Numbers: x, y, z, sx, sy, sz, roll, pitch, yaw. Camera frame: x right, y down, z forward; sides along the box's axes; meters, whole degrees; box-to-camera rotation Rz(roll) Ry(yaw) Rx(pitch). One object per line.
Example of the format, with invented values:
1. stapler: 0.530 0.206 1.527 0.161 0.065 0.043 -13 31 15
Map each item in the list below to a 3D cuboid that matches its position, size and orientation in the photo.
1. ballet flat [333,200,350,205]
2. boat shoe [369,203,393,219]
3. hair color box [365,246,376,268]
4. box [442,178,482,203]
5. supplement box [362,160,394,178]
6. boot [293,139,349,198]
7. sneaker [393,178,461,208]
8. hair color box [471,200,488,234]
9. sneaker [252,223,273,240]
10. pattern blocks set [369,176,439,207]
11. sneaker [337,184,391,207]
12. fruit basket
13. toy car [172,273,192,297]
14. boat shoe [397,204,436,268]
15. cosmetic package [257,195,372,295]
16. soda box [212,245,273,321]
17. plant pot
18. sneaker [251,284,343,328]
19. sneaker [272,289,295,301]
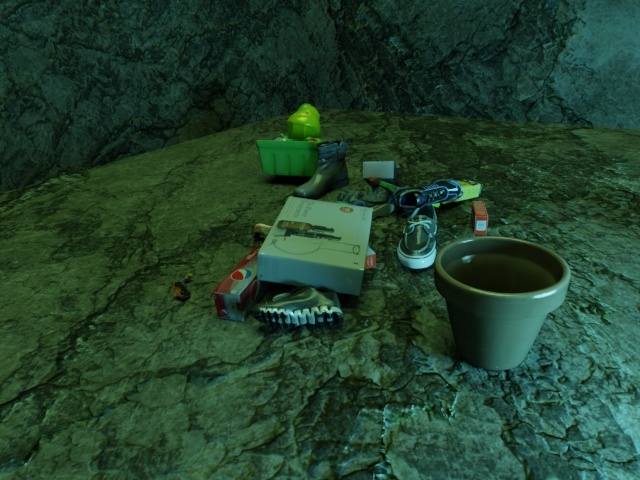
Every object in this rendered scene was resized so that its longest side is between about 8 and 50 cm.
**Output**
1. ballet flat: 0.120 -0.086 1.658 0.087 0.083 0.247 0 25 -23
2. boat shoe: 0.220 -0.114 1.732 0.137 0.049 0.043 -21 28 -20
3. hair color box: 0.079 0.058 1.397 0.167 0.053 0.093 -13 28 -14
4. box: 0.540 -0.198 1.790 0.232 0.058 0.087 -13 29 -33
5. supplement box: 0.261 -0.283 1.924 0.130 0.073 0.239 2 0 15
6. boot: -0.003 -0.327 2.000 0.118 0.223 0.338 18 34 37
7. sneaker: 0.361 -0.148 1.493 0.232 0.081 0.090 -10 22 6
8. hair color box: 0.558 -0.081 1.573 0.043 0.072 0.141 2 26 14
9. sneaker: -0.173 -0.017 1.614 0.157 0.061 0.065 4 55 20
10. pattern blocks set: 0.322 -0.183 1.721 0.285 0.026 0.325 25 10 22
11. sneaker: 0.176 -0.164 1.777 0.211 0.081 0.080 -1 65 17
12. fruit basket: -0.103 -0.497 2.189 0.391 0.392 0.283 7 9 23
13. toy car: -0.409 0.145 1.351 0.040 0.060 0.122 -46 2 13
14. boat shoe: 0.315 -0.028 1.452 0.121 0.119 0.335 2 27 14
15. cosmetic package: 0.000 0.000 1.327 0.284 0.098 0.377 10 30 4
16. soda box: -0.202 0.116 1.285 0.083 0.092 0.263 5 28 18
17. plant pot: 0.377 0.143 0.968 0.262 0.229 0.263 -5 27 2
18. sneaker: -0.059 0.164 1.151 0.234 0.078 0.106 -1 50 0
19. sneaker: -0.066 0.158 1.221 0.144 0.053 0.059 -10 24 -12
